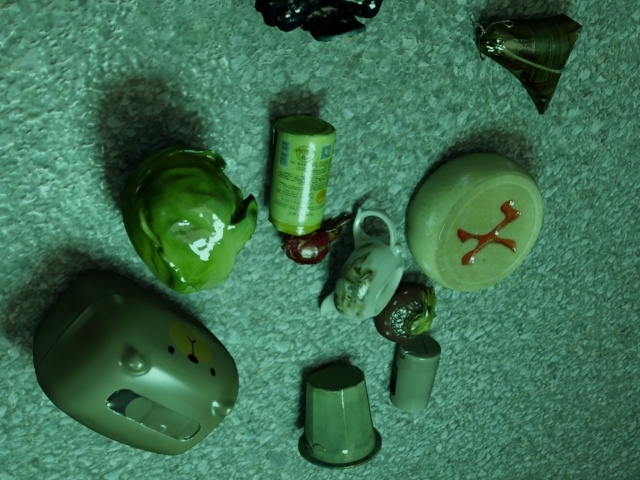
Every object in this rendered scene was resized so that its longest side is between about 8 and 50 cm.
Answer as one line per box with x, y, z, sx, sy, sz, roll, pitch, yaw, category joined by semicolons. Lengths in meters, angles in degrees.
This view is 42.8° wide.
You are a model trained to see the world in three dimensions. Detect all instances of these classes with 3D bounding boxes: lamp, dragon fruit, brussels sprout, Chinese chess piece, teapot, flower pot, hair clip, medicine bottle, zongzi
0.207;0.179;1.972;0.156;0.135;0.157;4;118;-32;lamp
0.000;0.000;1.775;0.191;0.094;0.094;-20;127;-33;dragon fruit
-0.239;-0.050;1.484;0.227;0.259;0.294;-21;125;-18;brussels sprout
0.361;-0.044;1.921;0.338;0.140;0.338;-15;126;-22;Chinese chess piece
0.101;0.071;1.841;0.204;0.139;0.298;-17;134;-62;teapot
0.041;0.416;2.005;0.212;0.212;0.202;-13;109;-24;flower pot
0.000;-0.461;1.426;0.310;0.194;0.206;-15;118;-21;hair clip
-0.041;-0.125;1.650;0.124;0.124;0.238;-8;123;-26;medicine bottle
0.426;-0.370;1.785;0.248;0.111;0.241;-7;128;-21;zongzi

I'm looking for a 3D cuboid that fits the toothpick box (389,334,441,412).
0.244;0.341;2.112;0.111;0.111;0.180;-9;123;-26;toothpick box

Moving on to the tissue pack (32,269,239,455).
-0.351;0.257;1.604;0.267;0.277;0.387;-45;130;5;tissue pack
